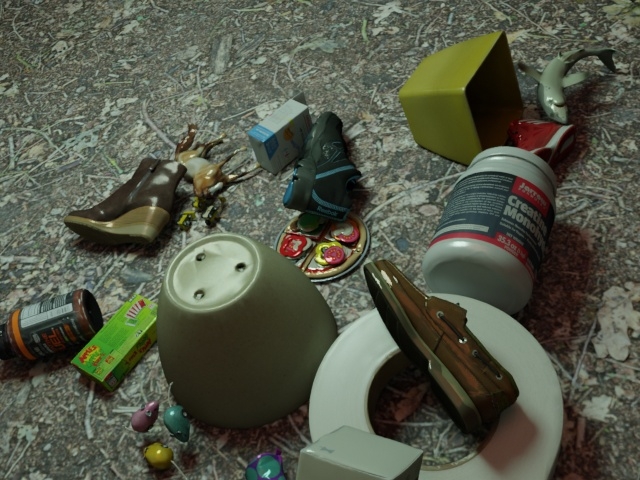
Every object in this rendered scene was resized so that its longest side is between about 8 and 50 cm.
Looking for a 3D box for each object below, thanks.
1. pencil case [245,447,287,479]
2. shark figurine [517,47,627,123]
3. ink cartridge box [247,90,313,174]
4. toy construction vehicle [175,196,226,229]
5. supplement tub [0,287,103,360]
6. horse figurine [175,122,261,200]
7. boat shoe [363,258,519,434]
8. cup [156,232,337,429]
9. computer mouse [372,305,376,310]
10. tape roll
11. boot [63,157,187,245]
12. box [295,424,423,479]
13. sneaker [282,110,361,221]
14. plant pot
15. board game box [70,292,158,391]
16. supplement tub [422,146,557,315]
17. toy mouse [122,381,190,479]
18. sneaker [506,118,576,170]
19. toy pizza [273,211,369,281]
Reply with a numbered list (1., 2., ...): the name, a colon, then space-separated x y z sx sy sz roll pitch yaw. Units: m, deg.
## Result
1. pencil case: -0.060 0.399 1.059 0.070 0.064 0.152 -39 49 1
2. shark figurine: 0.537 -0.357 1.539 0.166 0.116 0.278 37 63 22
3. ink cartridge box: -0.074 -0.253 1.614 0.061 0.104 0.181 31 63 35
4. toy construction vehicle: -0.264 -0.062 1.550 0.086 0.035 0.098 -1 46 29
5. supplement tub: -0.539 0.172 1.365 0.197 0.106 0.106 -19 47 -1
6. horse figurine: -0.268 -0.183 1.632 0.174 0.066 0.263 -36 50 -21
7. boat shoe: 0.178 0.142 1.063 0.104 0.111 0.307 -29 63 -9
8. cup: -0.152 0.123 1.213 0.331 0.237 0.331 -8 47 8
9. computer mouse: 0.184 0.135 1.242 0.193 0.042 0.106 23 58 31
10. tape roll: 0.176 0.265 1.080 0.392 0.072 0.392 -8 54 11
11. boot: -0.436 -0.093 1.564 0.248 0.090 0.207 6 59 19
12. box: 0.040 0.385 0.913 0.126 0.148 0.232 12 94 24
13. sneaker: 0.016 -0.158 1.513 0.139 0.125 0.341 22 42 -6
14. plant pot: 0.295 -0.303 1.502 0.187 0.212 0.212 10 52 38
15. board game box: -0.382 0.194 1.343 0.092 0.043 0.181 20 57 30
16. supplement tub: 0.309 -0.017 1.241 0.191 0.191 0.272 12 54 24
17. toy mouse: -0.273 0.309 1.168 0.161 0.031 0.143 15 92 29
18. sneaker: 0.423 -0.182 1.446 0.221 0.087 0.128 -32 39 -30
19. toy pizza: 0.000 0.000 1.419 0.201 0.032 0.201 -8 48 9
